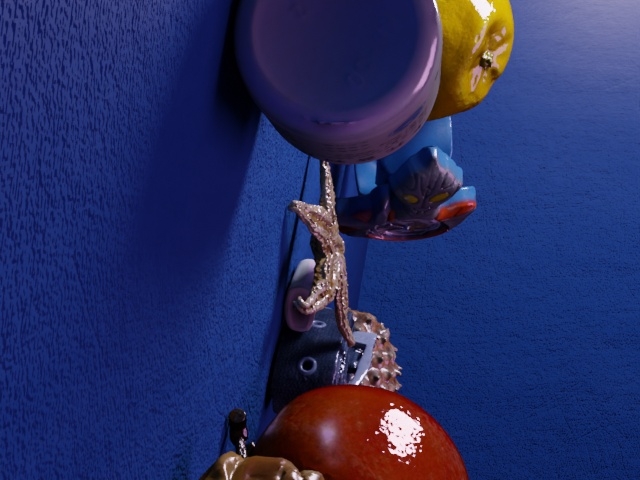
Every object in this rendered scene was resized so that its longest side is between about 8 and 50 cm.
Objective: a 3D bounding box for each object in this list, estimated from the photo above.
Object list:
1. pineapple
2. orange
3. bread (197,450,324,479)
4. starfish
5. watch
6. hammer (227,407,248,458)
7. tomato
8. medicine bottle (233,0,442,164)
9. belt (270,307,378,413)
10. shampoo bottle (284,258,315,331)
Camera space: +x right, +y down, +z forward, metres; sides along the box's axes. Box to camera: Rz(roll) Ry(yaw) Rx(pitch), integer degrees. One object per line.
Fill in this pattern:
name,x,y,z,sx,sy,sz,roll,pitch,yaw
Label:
pineapple,0.051,0.286,2.066,0.175,0.175,0.361,89,-5,-65
orange,0.178,-0.319,2.131,0.279,0.235,0.279,-52,157,-33
bread,-0.082,0.328,1.121,0.344,0.148,0.195,-68,156,-63
starfish,0.005,0.000,1.757,0.231,0.048,0.295,-5,91,-75
watch,0.139,-0.158,2.303,0.305,0.241,0.274,118,-30,-67
hammer,-0.078,0.263,1.422,0.065,0.021,0.178,89,-8,-49
tomato,0.034,0.343,1.635,0.293,0.289,0.325,-59,162,-62
medicine bottle,0.022,-0.154,1.187,0.293,0.170,0.170,44,57,-86
belt,0.007,0.170,1.879,0.218,0.128,0.122,-66,161,-65
shampoo bottle,-0.021,0.072,1.853,0.099,0.043,0.072,-70,165,-62
